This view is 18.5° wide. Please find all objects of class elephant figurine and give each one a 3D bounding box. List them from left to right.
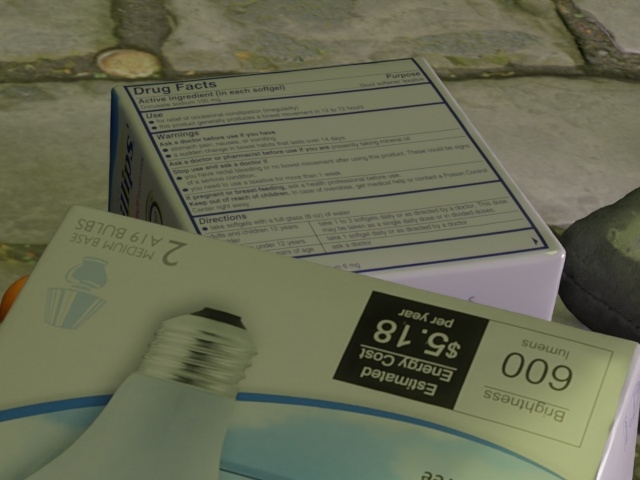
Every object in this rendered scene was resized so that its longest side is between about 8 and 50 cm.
[{"bbox_3d":[0.298,0.074,1.519,0.186,0.169,0.239,-29,59,-1],"label":"elephant figurine"}]

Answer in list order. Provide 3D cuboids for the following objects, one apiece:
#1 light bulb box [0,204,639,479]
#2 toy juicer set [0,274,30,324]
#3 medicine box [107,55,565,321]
[{"bbox_3d":[-0.042,0.215,1.077,0.358,0.225,0.361,13,53,16],"label":"light bulb box"},{"bbox_3d":[-0.181,0.151,1.385,0.209,0.089,0.329,0,43,-47],"label":"toy juicer set"},{"bbox_3d":[0.000,0.000,1.491,0.263,0.149,0.289,-7,37,-19],"label":"medicine box"}]
